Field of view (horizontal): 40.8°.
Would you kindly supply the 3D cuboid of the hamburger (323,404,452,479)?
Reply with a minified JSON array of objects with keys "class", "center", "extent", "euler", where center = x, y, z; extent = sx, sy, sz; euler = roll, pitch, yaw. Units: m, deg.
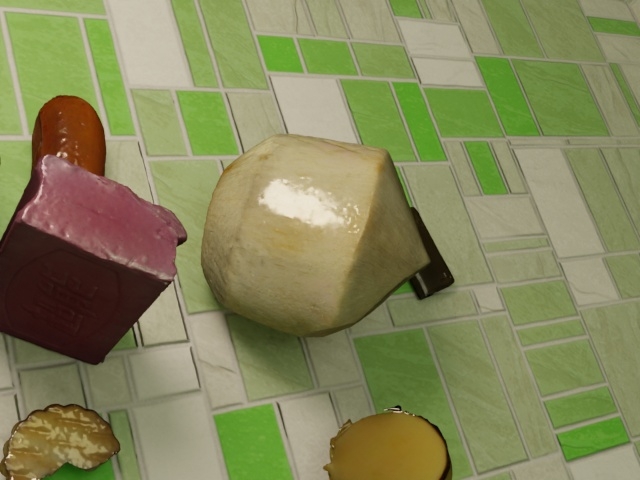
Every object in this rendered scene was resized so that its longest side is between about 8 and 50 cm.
[{"class":"hamburger","center":[0.122,0.424,1.500],"extent":[0.237,0.149,0.237],"euler":[-5,36,4]}]

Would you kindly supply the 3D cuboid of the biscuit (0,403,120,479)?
[{"class":"biscuit","center":[-0.404,0.312,1.319],"extent":[0.183,0.061,0.118],"euler":[-8,67,-37]}]

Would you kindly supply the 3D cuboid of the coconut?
[{"class":"coconut","center":[0.000,0.000,1.563],"extent":[0.415,0.344,0.415],"euler":[1,66,-1]}]

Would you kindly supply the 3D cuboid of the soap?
[{"class":"soap","center":[-0.369,0.043,1.295],"extent":[0.233,0.359,0.128],"euler":[24,53,-19]}]

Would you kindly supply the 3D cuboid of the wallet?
[{"class":"wallet","center":[0.210,0.026,1.879],"extent":[0.110,0.031,0.198],"euler":[-19,76,-38]}]

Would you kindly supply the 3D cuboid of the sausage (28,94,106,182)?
[{"class":"sausage","center":[-0.440,-0.139,1.507],"extent":[0.133,0.133,0.258],"euler":[10,58,-27]}]
